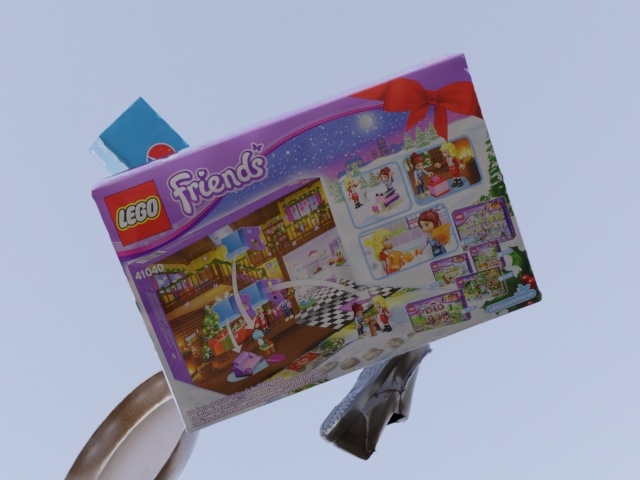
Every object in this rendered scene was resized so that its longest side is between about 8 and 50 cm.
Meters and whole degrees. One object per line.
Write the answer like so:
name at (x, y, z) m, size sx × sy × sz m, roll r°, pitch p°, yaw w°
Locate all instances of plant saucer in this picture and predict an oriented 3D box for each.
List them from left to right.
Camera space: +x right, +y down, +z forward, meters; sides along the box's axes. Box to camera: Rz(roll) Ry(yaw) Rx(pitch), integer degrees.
plant saucer at (-0.269, 0.316, 1.453) m, size 0.310 × 0.311 × 0.050 m, roll -40°, pitch -68°, yaw 19°

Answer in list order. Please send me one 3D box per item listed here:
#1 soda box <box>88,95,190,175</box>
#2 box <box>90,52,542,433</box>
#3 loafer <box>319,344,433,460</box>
soda box at (-0.160, -0.059, 1.159) m, size 0.210 × 0.067 × 0.071 m, roll 46°, pitch -113°, yaw -10°
box at (0.000, 0.000, 0.776) m, size 0.293 × 0.057 × 0.201 m, roll -20°, pitch -78°, yaw -2°
loafer at (0.084, 0.204, 1.324) m, size 0.078 × 0.220 × 0.080 m, roll 48°, pitch -36°, yaw -3°
